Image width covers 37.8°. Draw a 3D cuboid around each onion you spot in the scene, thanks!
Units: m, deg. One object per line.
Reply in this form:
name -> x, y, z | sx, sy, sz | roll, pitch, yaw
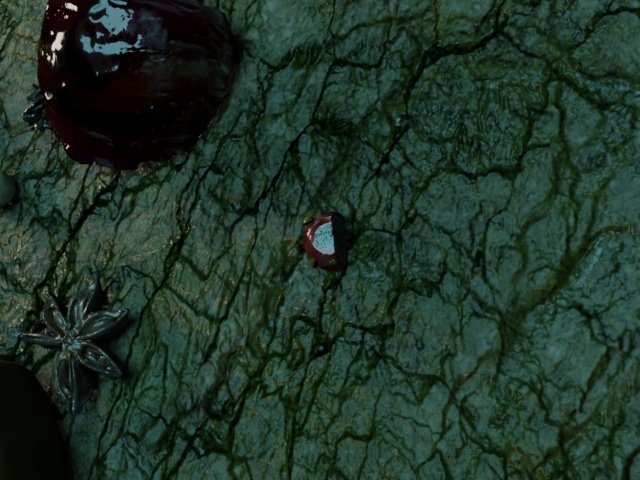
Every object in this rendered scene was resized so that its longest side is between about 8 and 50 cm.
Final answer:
onion -> -0.291, -0.244, 1.377 | 0.314, 0.146, 0.280 | 9, 92, 5

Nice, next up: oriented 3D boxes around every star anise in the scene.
star anise -> -0.352, 0.144, 1.392 | 0.172, 0.063, 0.208 | -50, 57, 1

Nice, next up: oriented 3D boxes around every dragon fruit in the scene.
dragon fruit -> 0.000, 0.000, 1.255 | 0.060, 0.056, 0.083 | -10, 73, 23

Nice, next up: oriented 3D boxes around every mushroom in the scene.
mushroom -> -0.548, -0.080, 1.547 | 0.083, 0.067, 0.084 | -6, 41, 5

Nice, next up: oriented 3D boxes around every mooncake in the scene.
mooncake -> -0.563, 0.333, 1.320 | 0.378, 0.201, 0.379 | -3, 75, 10

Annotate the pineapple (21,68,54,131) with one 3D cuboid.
pineapple -> -0.412, -0.288, 1.524 | 0.125, 0.125, 0.251 | 31, 101, 30
